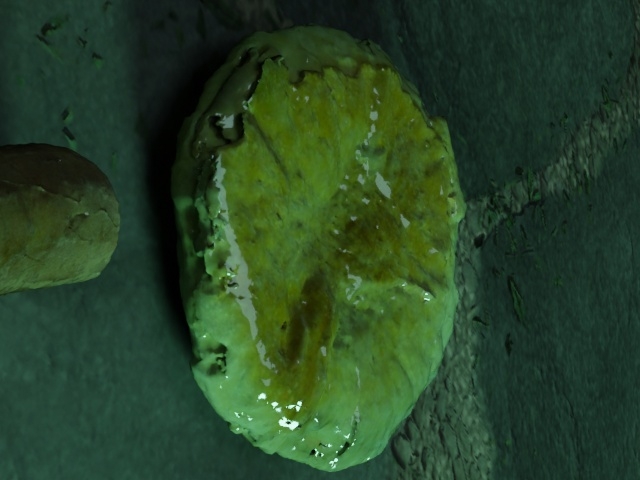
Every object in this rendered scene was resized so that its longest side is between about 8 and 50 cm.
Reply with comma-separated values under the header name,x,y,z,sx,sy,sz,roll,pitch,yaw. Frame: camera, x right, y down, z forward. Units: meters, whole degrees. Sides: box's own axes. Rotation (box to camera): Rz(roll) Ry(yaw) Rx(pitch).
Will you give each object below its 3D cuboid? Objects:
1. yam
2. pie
name,x,y,z,sx,sy,sz,roll,pitch,yaw
yam,-0.167,-0.007,0.796,0.127,0.084,0.084,-17,99,-59
pie,0.000,0.000,1.041,0.306,0.071,0.306,16,69,-50
